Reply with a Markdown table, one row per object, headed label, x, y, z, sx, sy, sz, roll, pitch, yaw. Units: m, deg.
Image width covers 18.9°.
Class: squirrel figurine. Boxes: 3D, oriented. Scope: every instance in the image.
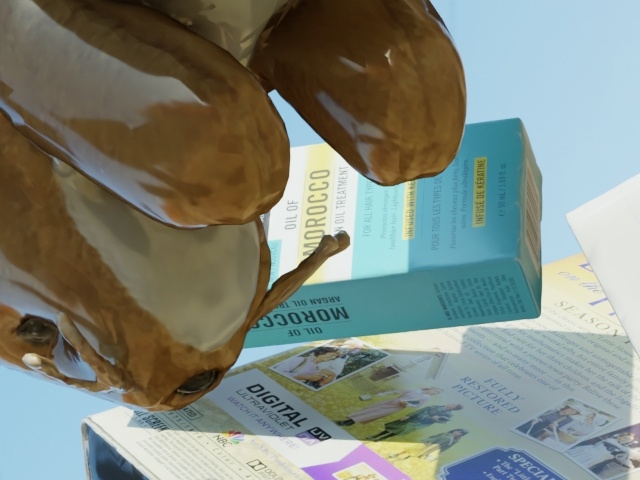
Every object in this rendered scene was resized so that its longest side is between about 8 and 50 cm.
| label | x | y | z | sx | sy | sz | roll | pitch | yaw |
| --- | --- | --- | --- | --- | --- | --- | --- | --- | --- |
| squirrel figurine | -0.116 | -0.129 | 0.774 | 0.281 | 0.397 | 0.370 | -33 | -27 | -41 |

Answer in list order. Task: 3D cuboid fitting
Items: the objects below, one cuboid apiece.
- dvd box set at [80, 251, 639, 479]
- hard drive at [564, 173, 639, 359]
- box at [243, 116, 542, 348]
| label | x | y | z | sx | sy | sz | roll | pitch | yaw |
| --- | --- | --- | --- | --- | --- | --- | --- | --- | --- |
| dvd box set | 0.116 | 0.123 | 1.117 | 0.420 | 0.307 | 0.062 | -17 | -61 | -30 |
| hard drive | 0.300 | 0.004 | 0.875 | 0.318 | 0.210 | 0.040 | -29 | -19 | 10 |
| box | 0.000 | 0.000 | 1.083 | 0.060 | 0.244 | 0.100 | 63 | -155 | -50 |
